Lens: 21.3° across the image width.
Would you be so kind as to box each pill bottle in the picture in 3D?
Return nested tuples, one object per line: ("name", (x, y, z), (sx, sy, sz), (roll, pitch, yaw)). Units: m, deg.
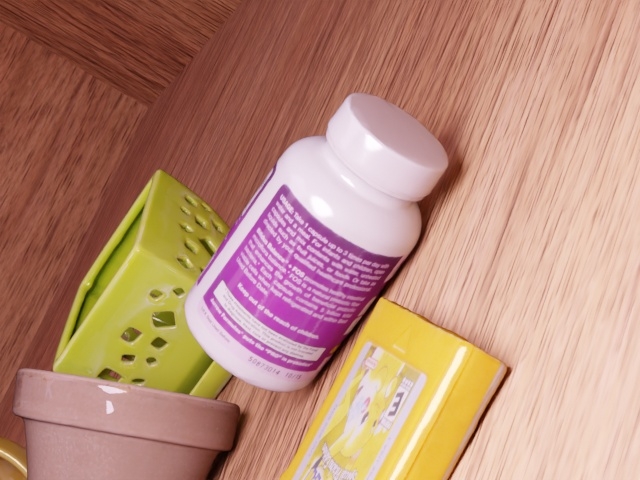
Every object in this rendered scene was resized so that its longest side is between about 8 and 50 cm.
("pill bottle", (0.000, 0.000, 1.770), (0.301, 0.169, 0.169), (-54, 15, 25))

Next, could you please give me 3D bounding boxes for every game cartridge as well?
("game cartridge", (0.025, 0.215, 1.484), (0.324, 0.052, 0.285), (-59, 13, -2))

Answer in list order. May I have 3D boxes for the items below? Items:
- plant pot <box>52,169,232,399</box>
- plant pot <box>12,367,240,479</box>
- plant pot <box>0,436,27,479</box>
("plant pot", (-0.190, 0.083, 2.197), (0.227, 0.207, 0.228), (-54, 15, 26))
("plant pot", (-0.241, 0.278, 1.960), (0.263, 0.263, 0.229), (168, 114, -72))
("plant pot", (-0.521, 0.420, 2.665), (0.254, 0.254, 0.239), (-59, -2, 5))
